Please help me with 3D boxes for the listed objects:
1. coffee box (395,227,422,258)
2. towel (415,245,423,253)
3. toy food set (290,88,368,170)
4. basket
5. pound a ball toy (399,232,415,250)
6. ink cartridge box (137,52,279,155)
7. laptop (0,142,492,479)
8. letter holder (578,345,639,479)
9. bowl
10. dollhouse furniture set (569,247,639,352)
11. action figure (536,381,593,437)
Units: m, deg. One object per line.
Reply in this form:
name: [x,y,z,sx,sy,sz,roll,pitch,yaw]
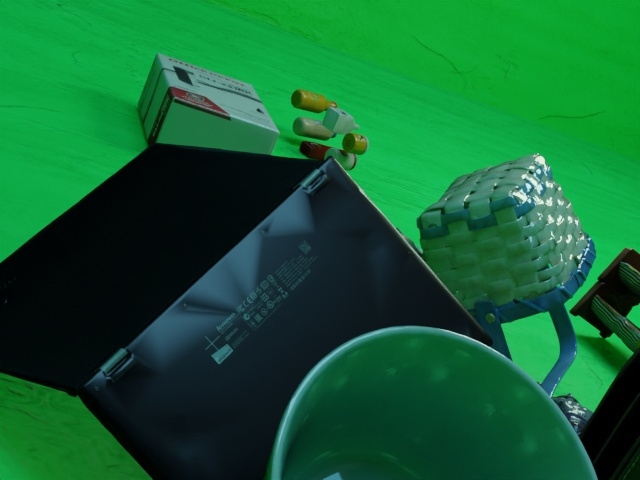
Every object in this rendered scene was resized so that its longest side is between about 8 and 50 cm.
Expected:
coffee box: [0.124,0.085,1.689,0.040,0.184,0.113,-21,32,-12]
towel: [0.067,-0.026,2.098,0.209,0.034,0.285,24,14,-42]
toy food set: [0.032,-0.208,2.499,0.104,0.111,0.232,7,22,-41]
basket: [0.241,0.057,1.555,0.289,0.201,0.255,66,27,-8]
pound a ball toy: [0.032,0.030,1.665,0.135,0.208,0.319,15,19,-25]
ink cartridge box: [-0.203,-0.215,2.215,0.197,0.114,0.273,17,18,-21]
laptop: [-0.113,0.101,1.272,0.408,0.236,0.382,48,54,-3]
letter holder: [0.286,0.255,1.190,0.214,0.302,0.152,13,21,-29]
bowl: [0.070,0.245,1.057,0.311,0.163,0.312,12,59,-21]
dollhouse furniture set: [0.629,0.187,2.151,0.374,0.152,0.201,33,9,-36]
action figure: [0.324,0.247,1.606,0.185,0.099,0.285,15,13,5]
